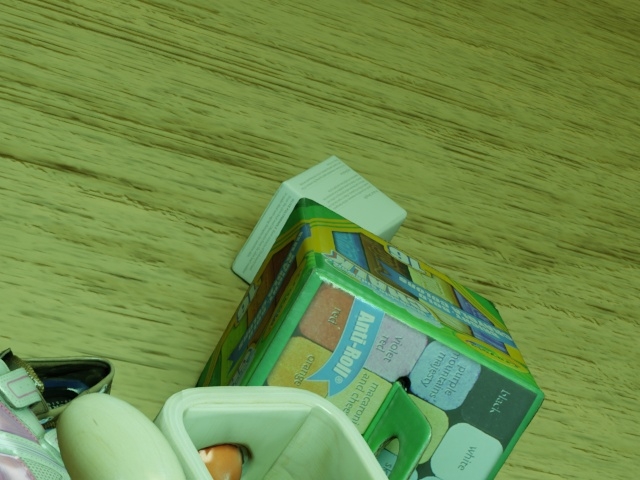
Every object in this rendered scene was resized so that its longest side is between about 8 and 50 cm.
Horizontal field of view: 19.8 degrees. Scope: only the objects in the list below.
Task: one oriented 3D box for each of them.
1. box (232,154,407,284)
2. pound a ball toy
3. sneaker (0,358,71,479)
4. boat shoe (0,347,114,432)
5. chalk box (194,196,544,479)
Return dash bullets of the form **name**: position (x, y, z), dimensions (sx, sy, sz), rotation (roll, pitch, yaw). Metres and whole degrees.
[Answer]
- **box**: position (0.000, 0.000, 1.556), dimensions (0.087, 0.102, 0.101), rotation (38, 29, 11)
- **pound a ball toy**: position (-0.105, 0.184, 0.957), dimensions (0.208, 0.319, 0.136), rotation (3, 41, -41)
- **sneaker**: position (-0.200, 0.126, 1.122), dimensions (0.252, 0.103, 0.111), rotation (30, 69, -15)
- **boat shoe**: position (-0.215, 0.104, 1.223), dimensions (0.183, 0.066, 0.066), rotation (-10, 51, -51)
- **chalk box**: position (0.024, 0.113, 1.252), dimensions (0.179, 0.180, 0.289), rotation (29, 9, -8)
